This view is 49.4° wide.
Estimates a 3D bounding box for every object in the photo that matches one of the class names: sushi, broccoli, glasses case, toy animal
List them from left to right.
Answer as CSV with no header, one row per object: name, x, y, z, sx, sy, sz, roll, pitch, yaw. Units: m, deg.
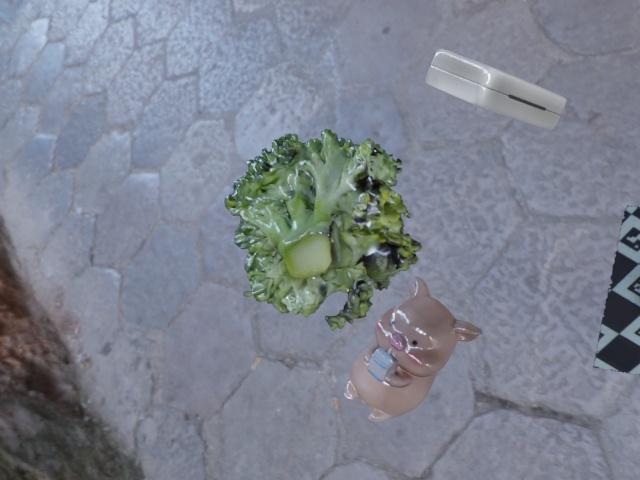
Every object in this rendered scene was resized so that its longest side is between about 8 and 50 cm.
broccoli,0.003,-0.011,1.198,0.335,0.324,0.272,-5,46,9
toy animal,0.178,0.239,1.504,0.195,0.213,0.256,45,135,25
glasses case,0.358,-0.298,1.392,0.144,0.337,0.076,35,111,36
sushi,0.542,0.109,0.948,0.294,0.292,0.059,9,34,16
